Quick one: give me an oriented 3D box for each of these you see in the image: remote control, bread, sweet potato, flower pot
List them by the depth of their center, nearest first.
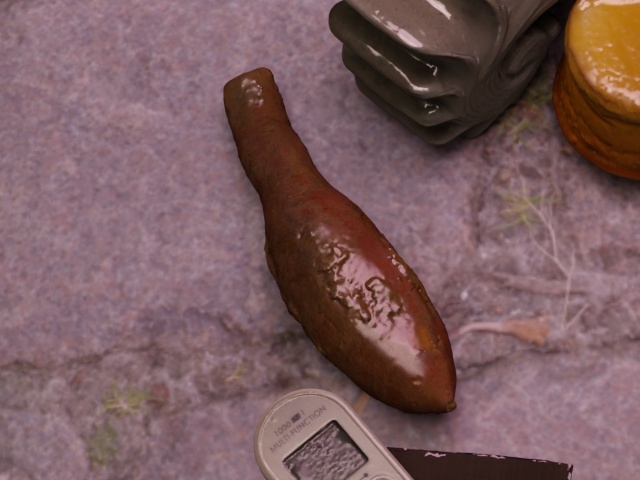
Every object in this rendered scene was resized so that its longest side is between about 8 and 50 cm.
[{"bbox_3d":[0.037,0.192,1.204,0.078,0.042,0.221,-39,63,-7],"label":"remote control"},{"bbox_3d":[0.330,-0.153,1.501,0.270,0.142,0.195,-14,63,4],"label":"bread"},{"bbox_3d":[0.171,-0.265,1.521,0.367,0.254,0.164,-45,66,-8],"label":"flower pot"},{"bbox_3d":[0.000,0.000,1.530,0.109,0.109,0.385,-32,64,-3],"label":"sweet potato"}]

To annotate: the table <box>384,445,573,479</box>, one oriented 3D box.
[{"bbox_3d":[0.095,0.321,1.293,0.196,0.250,0.282,3,67,15],"label":"table"}]
